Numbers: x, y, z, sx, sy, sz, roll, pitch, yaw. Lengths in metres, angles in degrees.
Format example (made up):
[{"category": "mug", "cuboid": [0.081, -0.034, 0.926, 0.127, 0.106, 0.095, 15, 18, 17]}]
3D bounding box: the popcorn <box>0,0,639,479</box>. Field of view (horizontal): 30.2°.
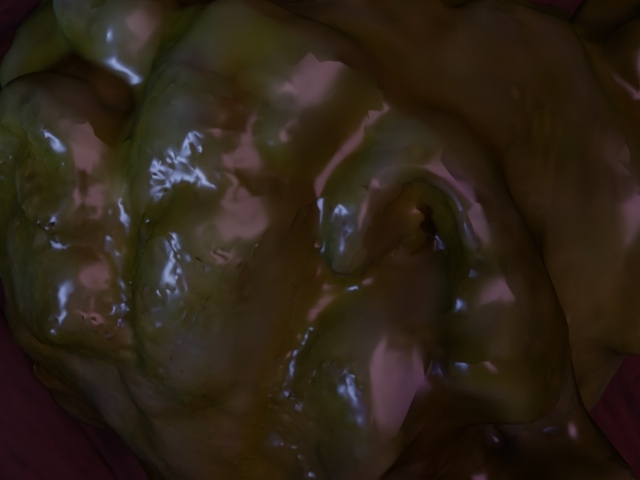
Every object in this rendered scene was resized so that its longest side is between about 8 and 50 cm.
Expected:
[{"category": "popcorn", "cuboid": [0.000, 0.000, 0.427, 0.250, 0.235, 0.242, 22, 45, -16]}]
